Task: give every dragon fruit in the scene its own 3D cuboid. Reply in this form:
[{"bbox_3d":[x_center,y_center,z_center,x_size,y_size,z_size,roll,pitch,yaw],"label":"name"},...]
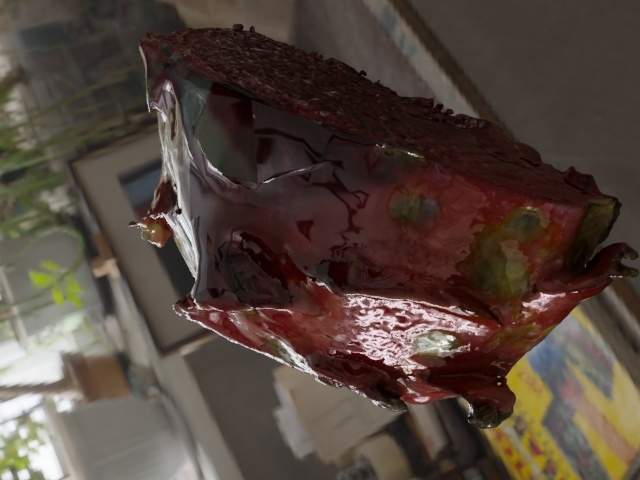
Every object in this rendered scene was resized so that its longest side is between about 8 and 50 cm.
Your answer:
[{"bbox_3d":[-0.008,0.006,0.556,0.274,0.126,0.161,30,115,36],"label":"dragon fruit"}]
